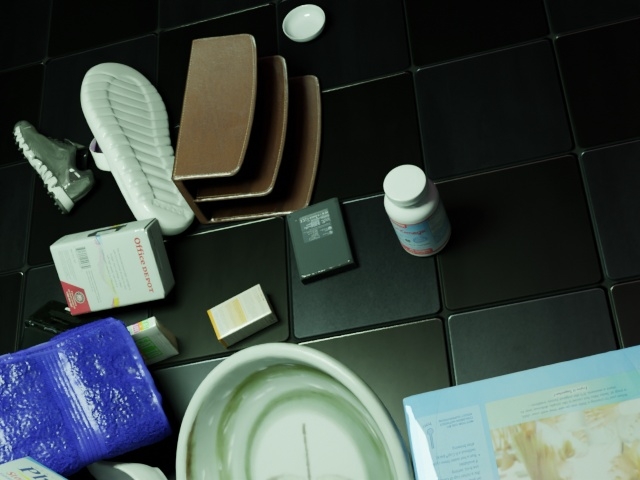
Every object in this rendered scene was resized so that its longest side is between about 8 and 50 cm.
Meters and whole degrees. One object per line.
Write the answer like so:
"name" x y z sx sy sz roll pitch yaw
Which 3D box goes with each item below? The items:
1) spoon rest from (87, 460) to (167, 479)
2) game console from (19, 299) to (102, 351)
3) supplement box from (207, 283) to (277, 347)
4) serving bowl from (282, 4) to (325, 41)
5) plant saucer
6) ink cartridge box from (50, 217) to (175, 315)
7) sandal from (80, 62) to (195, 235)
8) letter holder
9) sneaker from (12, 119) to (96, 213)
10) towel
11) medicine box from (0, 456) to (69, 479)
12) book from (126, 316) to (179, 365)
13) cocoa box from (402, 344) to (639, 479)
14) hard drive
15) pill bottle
"spoon rest" -0.295 0.358 1.697 0.084 0.137 0.276 -28 44 -20
"game console" -0.448 0.170 1.924 0.122 0.071 0.107 15 36 26
"supplement box" -0.127 0.124 1.824 0.098 0.036 0.062 -27 55 2
"serving bowl" -0.028 -0.406 2.115 0.083 0.027 0.083 -9 58 15
"plant saucer" -0.023 0.338 1.560 0.400 0.100 0.401 2 94 34
"ink cartridge box" -0.349 0.044 1.890 0.175 0.127 0.072 -11 15 12
"sandal" -0.352 -0.162 2.031 0.102 0.169 0.416 -52 46 35
"letter holder" -0.118 -0.201 1.950 0.214 0.152 0.302 -5 59 14
"sneaker" -0.493 -0.157 2.101 0.106 0.078 0.234 -35 59 -7
"towel" -0.397 0.240 1.646 0.308 0.076 0.228 -20 58 -26
"medicine box" -0.364 0.475 1.449 0.263 0.149 0.289 23 104 23
"book" -0.317 0.177 1.822 0.144 0.096 0.035 -22 55 6
"cocoa box" 0.308 0.307 1.445 0.347 0.228 0.231 -14 57 11
"hard drive" 0.000 0.000 1.863 0.094 0.022 0.135 -18 56 8
"pill bottle" 0.150 -0.048 1.756 0.087 0.160 0.087 -9 57 14
